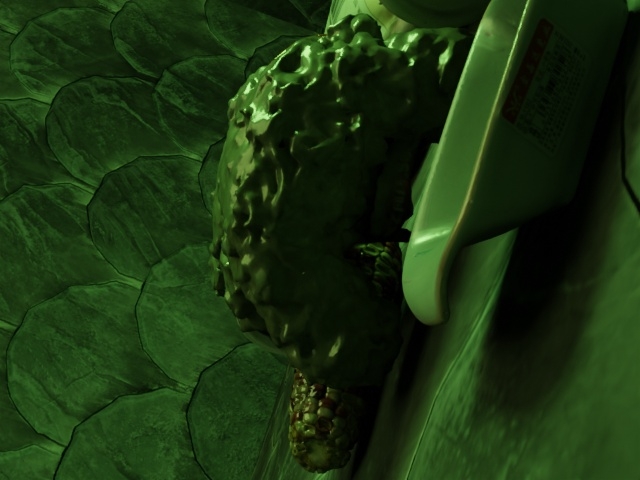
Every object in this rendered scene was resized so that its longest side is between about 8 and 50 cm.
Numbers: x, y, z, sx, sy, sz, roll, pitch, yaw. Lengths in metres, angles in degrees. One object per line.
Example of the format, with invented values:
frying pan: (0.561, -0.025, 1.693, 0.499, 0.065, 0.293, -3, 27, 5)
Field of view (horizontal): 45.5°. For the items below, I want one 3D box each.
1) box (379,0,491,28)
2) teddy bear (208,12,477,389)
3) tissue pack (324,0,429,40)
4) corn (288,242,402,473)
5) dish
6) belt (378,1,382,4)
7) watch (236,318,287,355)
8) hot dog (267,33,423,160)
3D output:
box: (0.133, -0.338, 0.780, 0.206, 0.291, 0.262, -104, 13, -44)
teddy bear: (-0.012, -0.058, 0.800, 0.367, 0.224, 0.357, -169, 99, -76)
tissue pack: (0.102, -0.314, 1.330, 0.376, 0.195, 0.390, -88, 15, -45)
corn: (0.025, 0.107, 0.831, 0.098, 0.098, 0.290, 112, 176, -56)
dish: (0.113, -0.057, 0.454, 0.154, 0.064, 0.234, 124, 166, -82)
belt: (0.159, -0.521, 0.980, 0.436, 0.173, 0.300, -46, 0, 40)
watch: (-0.072, 0.093, 1.522, 0.196, 0.244, 0.231, -74, 11, -53)
hot dog: (0.037, -0.205, 1.155, 0.122, 0.272, 0.196, -34, -46, -46)
